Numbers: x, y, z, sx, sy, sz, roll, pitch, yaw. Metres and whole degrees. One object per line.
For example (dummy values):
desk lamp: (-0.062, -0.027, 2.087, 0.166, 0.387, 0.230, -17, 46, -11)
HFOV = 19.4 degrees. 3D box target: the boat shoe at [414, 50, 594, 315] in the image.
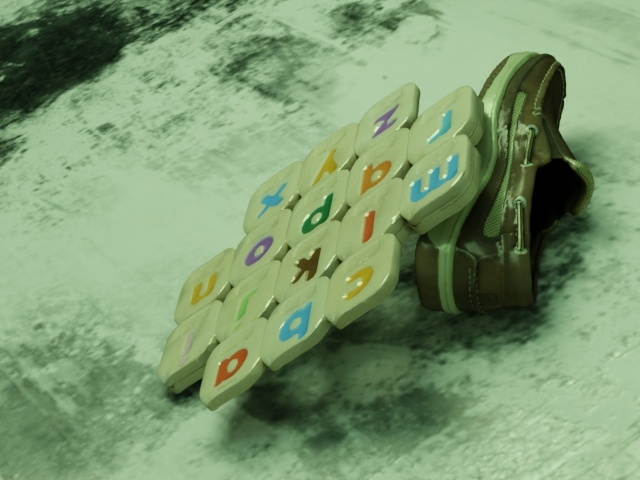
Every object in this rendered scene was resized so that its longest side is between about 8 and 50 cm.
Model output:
boat shoe: (0.150, -0.039, 1.334, 0.095, 0.095, 0.257, 5, 46, 22)

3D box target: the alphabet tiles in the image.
alphabet tiles: (0.000, 0.000, 1.334, 0.284, 0.021, 0.278, -34, 23, 24)
